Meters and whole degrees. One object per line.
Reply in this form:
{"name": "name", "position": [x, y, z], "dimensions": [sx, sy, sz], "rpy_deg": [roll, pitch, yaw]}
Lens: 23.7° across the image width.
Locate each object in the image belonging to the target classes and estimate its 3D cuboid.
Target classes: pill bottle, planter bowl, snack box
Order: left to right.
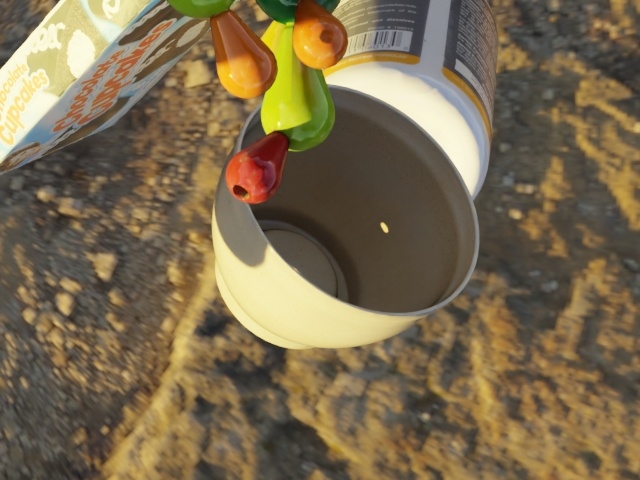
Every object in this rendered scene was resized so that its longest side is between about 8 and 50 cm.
{"name": "snack box", "position": [-0.165, -0.175, 1.285], "dimensions": [0.060, 0.322, 0.187], "rpy_deg": [55, 40, 3]}
{"name": "planter bowl", "position": [0.000, 0.000, 0.930], "dimensions": [0.162, 0.109, 0.162], "rpy_deg": [16, 52, -22]}
{"name": "pill bottle", "position": [0.068, -0.141, 1.285], "dimensions": [0.162, 0.278, 0.162], "rpy_deg": [5, 127, 6]}

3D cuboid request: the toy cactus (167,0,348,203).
{"name": "toy cactus", "position": [-0.035, -0.141, 0.586], "dimensions": [0.180, 0.112, 0.219], "rpy_deg": [-40, 101, -32]}
